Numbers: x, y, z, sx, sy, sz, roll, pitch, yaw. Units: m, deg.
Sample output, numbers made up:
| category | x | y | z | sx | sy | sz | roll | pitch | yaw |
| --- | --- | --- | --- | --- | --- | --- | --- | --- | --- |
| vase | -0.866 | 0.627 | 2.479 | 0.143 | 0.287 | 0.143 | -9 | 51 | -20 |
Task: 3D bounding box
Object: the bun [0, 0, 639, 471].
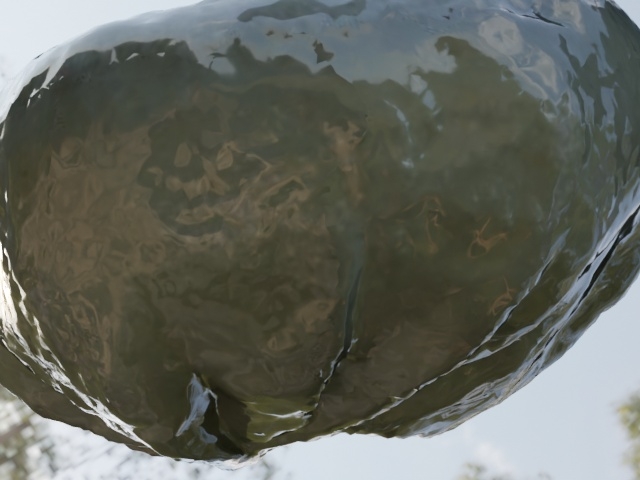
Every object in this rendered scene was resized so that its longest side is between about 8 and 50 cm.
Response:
| category | x | y | z | sx | sy | sz | roll | pitch | yaw |
| --- | --- | --- | --- | --- | --- | --- | --- | --- | --- |
| bun | 0.006 | -0.001 | 0.665 | 0.354 | 0.354 | 0.194 | -16 | -96 | 41 |
